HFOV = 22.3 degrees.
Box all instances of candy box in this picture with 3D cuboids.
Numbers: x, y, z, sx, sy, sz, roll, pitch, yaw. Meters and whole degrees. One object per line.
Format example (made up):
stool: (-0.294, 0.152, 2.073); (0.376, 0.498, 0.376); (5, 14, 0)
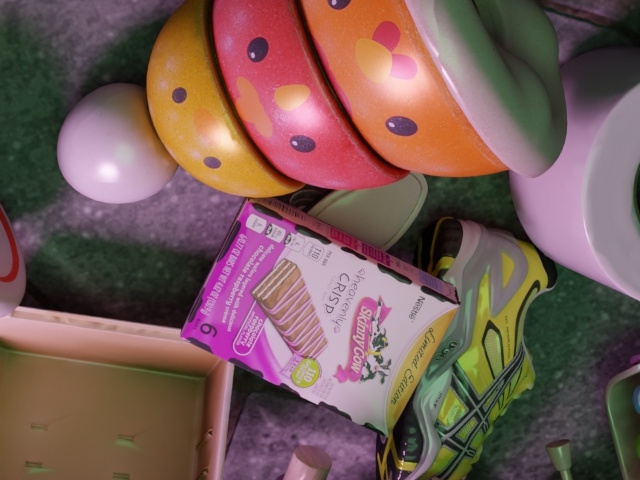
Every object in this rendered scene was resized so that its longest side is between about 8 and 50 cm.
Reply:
candy box: (-0.001, 0.072, 1.605); (0.233, 0.071, 0.159); (25, 103, -5)

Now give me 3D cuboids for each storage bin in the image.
storage bin: (-0.234, 0.219, 1.630); (0.260, 0.123, 0.262); (10, 68, -13)

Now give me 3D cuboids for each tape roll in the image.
tape roll: (0.331, -0.067, 1.618); (0.246, 0.169, 0.246); (-4, 103, -18)

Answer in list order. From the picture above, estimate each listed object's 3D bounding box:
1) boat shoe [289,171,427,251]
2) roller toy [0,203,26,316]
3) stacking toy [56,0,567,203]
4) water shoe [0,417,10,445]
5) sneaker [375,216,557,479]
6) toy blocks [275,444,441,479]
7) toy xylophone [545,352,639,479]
boat shoe: (0.000, 0.000, 1.674); (0.254, 0.079, 0.095); (-43, 114, 13)
roller toy: (-0.389, 0.014, 1.551); (0.146, 0.209, 0.191); (-28, 115, 10)
stacking toy: (-0.038, -0.145, 1.523); (0.480, 0.350, 0.350); (-24, 116, 20)
water shoe: (-0.284, 0.232, 1.747); (0.203, 0.073, 0.080); (46, 73, -22)
sneaker: (0.152, 0.168, 1.735); (0.147, 0.145, 0.384); (8, 113, -11)
toy blocks: (0.026, 0.399, 1.592); (0.288, 0.309, 0.260); (22, 114, 3)
toy xylophone: (0.382, 0.276, 1.776); (0.236, 0.081, 0.322); (-25, 97, -26)
